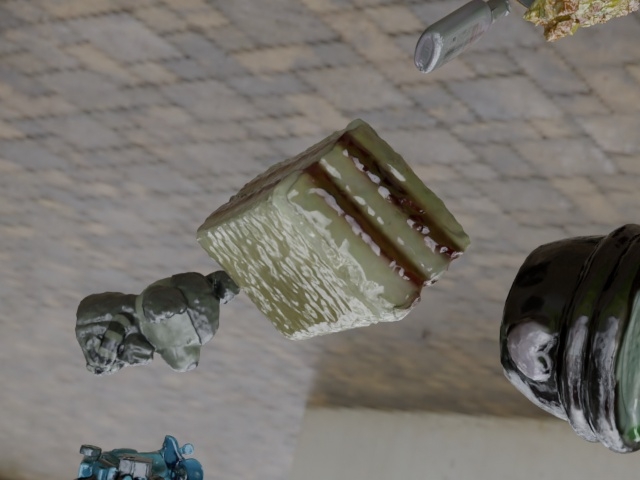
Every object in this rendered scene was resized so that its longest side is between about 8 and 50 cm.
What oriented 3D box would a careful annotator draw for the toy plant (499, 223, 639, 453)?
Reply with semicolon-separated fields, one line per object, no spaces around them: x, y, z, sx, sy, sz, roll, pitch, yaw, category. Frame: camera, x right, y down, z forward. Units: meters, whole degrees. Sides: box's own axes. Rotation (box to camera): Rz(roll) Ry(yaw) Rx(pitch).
0.266;0.073;1.104;0.235;0.218;0.175;13;-169;32;toy plant

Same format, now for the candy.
0.000;0.000;1.532;0.179;0.135;0.320;50;156;-9;candy

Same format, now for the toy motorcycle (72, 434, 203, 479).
-0.257;0.344;2.042;0.182;0.124;0.272;10;180;-4;toy motorcycle

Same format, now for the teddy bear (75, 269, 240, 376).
-0.248;0.128;2.105;0.251;0.144;0.171;-15;172;21;teddy bear

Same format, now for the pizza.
0.264;-0.237;1.381;0.134;0.046;0.175;-37;162;27;pizza

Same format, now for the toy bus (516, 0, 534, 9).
0.313;-0.365;1.766;0.083;0.194;0.088;45;-164;23;toy bus

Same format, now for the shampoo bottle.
0.191;-0.281;1.902;0.040;0.165;0.080;41;144;19;shampoo bottle
